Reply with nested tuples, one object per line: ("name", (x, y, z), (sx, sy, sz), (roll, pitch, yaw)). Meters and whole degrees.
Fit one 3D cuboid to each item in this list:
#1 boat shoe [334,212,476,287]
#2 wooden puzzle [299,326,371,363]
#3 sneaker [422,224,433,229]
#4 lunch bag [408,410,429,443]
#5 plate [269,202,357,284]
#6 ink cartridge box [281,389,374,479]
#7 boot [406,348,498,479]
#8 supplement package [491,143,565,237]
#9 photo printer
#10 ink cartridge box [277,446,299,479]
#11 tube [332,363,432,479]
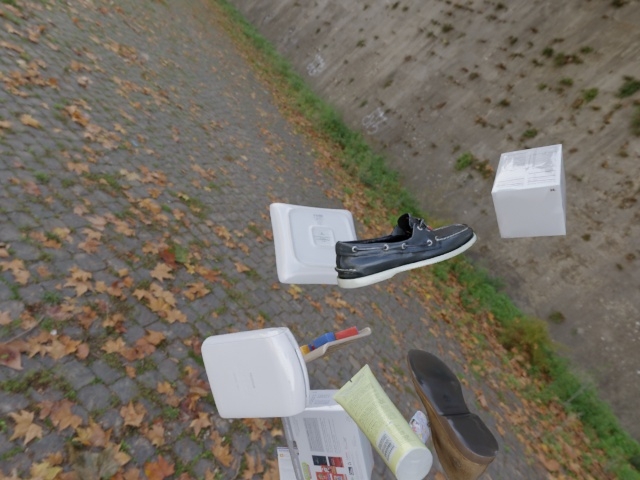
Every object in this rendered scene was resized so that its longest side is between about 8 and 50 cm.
("boat shoe", (0.183, -0.001, 0.886), (0.127, 0.340, 0.112), (-156, -130, -76))
("wooden puzzle", (0.018, 0.480, 1.849), (0.348, 0.322, 0.080), (-6, 66, -49))
("sneaker", (0.263, 0.021, 1.135), (0.128, 0.221, 0.086), (3, -61, 64))
("lunch bag", (0.302, 0.581, 1.267), (0.071, 0.053, 0.083), (-1, 83, -62))
("plate", (0.000, 0.000, 1.201), (0.278, 0.045, 0.277), (4, 54, -22))
("ink cartridge box", (0.027, 0.704, 1.460), (0.130, 0.272, 0.309), (-42, 123, -69))
("boot", (0.246, 0.356, 0.860), (0.113, 0.115, 0.305), (7, 25, -13))
("supplement package", (0.724, -0.168, 1.401), (0.262, 0.198, 0.199), (-56, 131, -42))
("photo printer", (-0.182, 0.389, 1.197), (0.107, 0.308, 0.255), (-21, 98, -65))
("ink cartridge box", (-0.055, 0.907, 1.627), (0.224, 0.223, 0.045), (-1, 15, 7))
("tube", (0.097, 0.296, 0.686), (0.070, 0.062, 0.240), (-1, 12, -20))
